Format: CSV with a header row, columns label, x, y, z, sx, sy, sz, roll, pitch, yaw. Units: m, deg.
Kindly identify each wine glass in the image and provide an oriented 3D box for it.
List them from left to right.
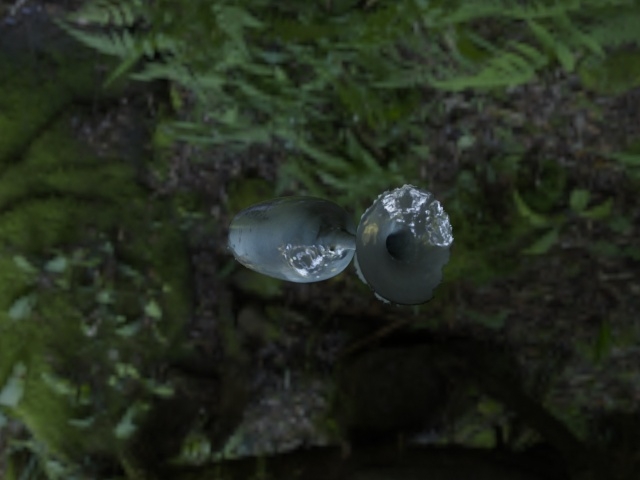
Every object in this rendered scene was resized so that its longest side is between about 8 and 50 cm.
label,x,y,z,sx,sy,sz,roll,pitch,yaw
wine glass,0.000,0.000,0.915,0.074,0.074,0.262,15,176,-23
